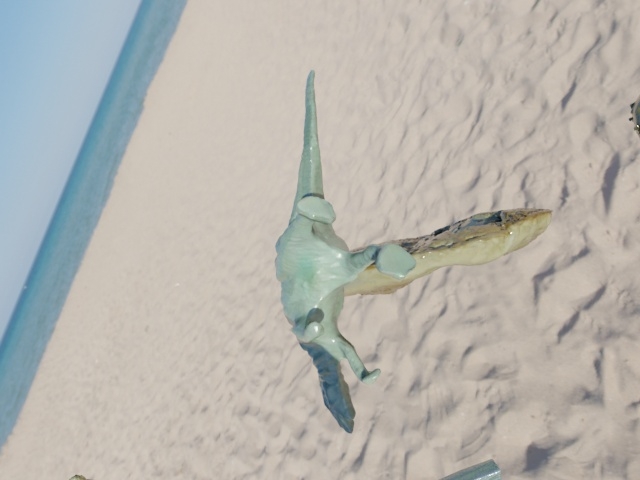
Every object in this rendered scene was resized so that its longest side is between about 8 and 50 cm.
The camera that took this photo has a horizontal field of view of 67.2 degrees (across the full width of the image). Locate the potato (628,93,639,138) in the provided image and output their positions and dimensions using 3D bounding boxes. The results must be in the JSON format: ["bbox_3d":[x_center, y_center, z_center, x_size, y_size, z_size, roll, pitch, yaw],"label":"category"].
[{"bbox_3d":[0.482,-0.128,0.518,0.192,0.296,0.141,-115,27,-65],"label":"potato"}]

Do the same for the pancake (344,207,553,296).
[{"bbox_3d":[0.177,0.020,0.773,0.387,0.386,0.082,-18,89,55],"label":"pancake"}]

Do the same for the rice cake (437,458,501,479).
[{"bbox_3d":[0.184,0.377,0.715,0.180,0.030,0.042,-24,17,0],"label":"rice cake"}]

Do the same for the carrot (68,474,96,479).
[{"bbox_3d":[-0.324,0.442,0.655,0.061,0.061,0.257,2,92,60],"label":"carrot"}]

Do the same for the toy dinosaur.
[{"bbox_3d":[0.000,0.000,0.492,0.205,0.092,0.393,131,126,-67],"label":"toy dinosaur"}]
